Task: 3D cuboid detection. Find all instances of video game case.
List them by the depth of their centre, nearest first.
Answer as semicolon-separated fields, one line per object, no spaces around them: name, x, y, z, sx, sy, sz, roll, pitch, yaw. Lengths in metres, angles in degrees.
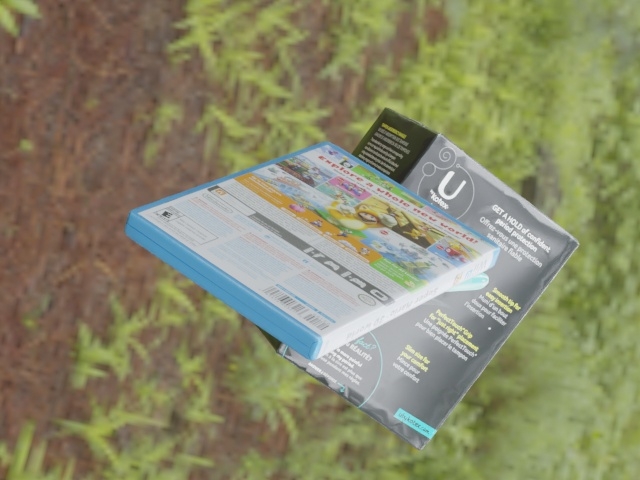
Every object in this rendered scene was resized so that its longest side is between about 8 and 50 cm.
video game case;0.000;0.000;0.852;0.166;0.119;0.015;-24;139;-51

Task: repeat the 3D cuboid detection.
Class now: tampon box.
tampon box;0.052;0.021;1.056;0.120;0.101;0.161;37;92;-21
